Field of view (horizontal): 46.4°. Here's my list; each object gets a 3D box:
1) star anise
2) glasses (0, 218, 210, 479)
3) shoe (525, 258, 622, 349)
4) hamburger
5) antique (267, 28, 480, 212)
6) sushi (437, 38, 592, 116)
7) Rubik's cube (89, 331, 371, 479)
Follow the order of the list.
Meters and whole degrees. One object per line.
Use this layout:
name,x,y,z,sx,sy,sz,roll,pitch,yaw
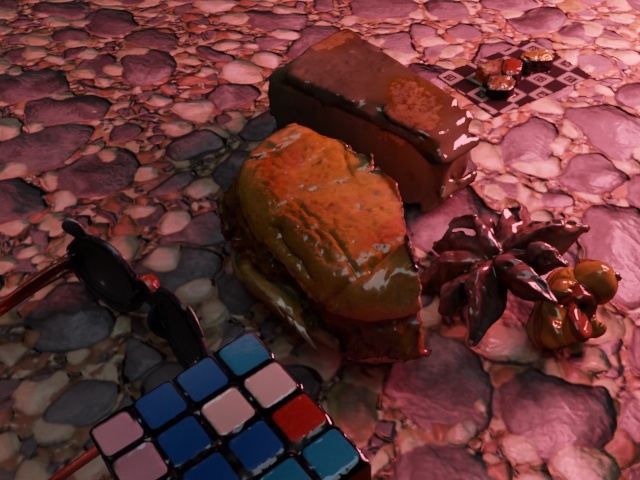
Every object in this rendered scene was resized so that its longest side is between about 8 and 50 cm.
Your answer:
star anise,0.189,0.021,0.782,0.195,0.065,0.182,-24,31,6
glasses,-0.257,0.120,0.700,0.234,0.118,0.268,32,53,29
shoe,0.260,0.069,0.759,0.109,0.072,0.069,-30,11,-31
hamburger,0.000,0.000,0.783,0.245,0.155,0.282,2,48,10
antique,0.075,-0.149,0.954,0.150,0.125,0.284,-34,51,-26
sushi,0.297,-0.263,1.127,0.201,0.031,0.139,-24,47,-21
Rubik's cube,-0.064,0.196,0.581,0.151,0.155,0.154,-30,49,-22
